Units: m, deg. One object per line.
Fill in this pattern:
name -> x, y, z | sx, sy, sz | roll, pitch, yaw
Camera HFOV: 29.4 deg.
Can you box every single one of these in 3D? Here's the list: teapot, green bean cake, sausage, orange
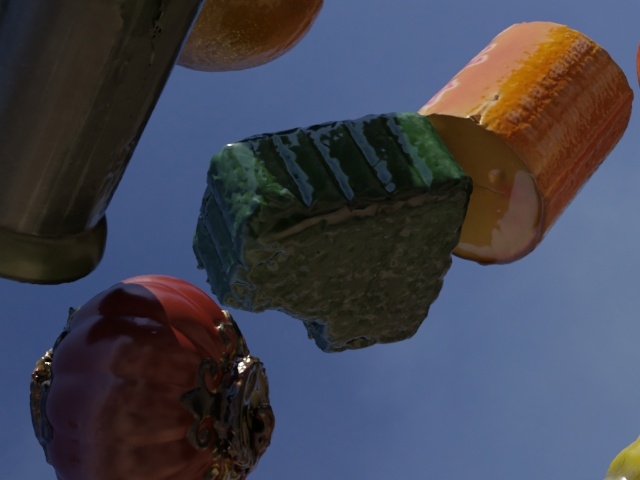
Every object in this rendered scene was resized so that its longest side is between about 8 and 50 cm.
teapot -> -0.227, -0.157, 0.962 | 0.270, 0.200, 0.337 | 8, -59, -43
green bean cake -> 0.000, 0.000, 1.477 | 0.308, 0.169, 0.300 | -11, -38, -25
sausage -> 0.253, -0.133, 1.612 | 0.287, 0.233, 0.233 | -43, -40, -40
orange -> -0.126, -0.349, 1.583 | 0.274, 0.274, 0.274 | -30, -48, -41

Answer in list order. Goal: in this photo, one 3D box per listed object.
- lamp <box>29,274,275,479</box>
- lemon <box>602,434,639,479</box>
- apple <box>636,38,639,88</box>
lamp -> -0.142, 0.144, 1.068 | 0.227, 0.227, 0.226 | -30, -48, -41
lemon -> 0.374, 0.247, 0.892 | 0.350, 0.387, 0.349 | -156, 90, -85
apple -> 0.437, -0.181, 1.269 | 0.209, 0.209, 0.164 | 21, -105, -55
